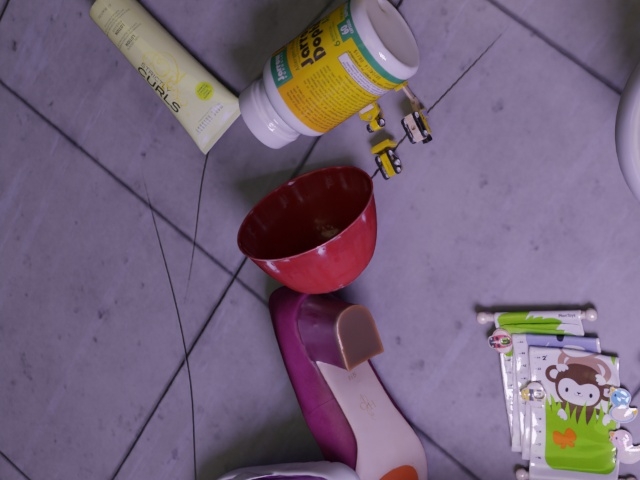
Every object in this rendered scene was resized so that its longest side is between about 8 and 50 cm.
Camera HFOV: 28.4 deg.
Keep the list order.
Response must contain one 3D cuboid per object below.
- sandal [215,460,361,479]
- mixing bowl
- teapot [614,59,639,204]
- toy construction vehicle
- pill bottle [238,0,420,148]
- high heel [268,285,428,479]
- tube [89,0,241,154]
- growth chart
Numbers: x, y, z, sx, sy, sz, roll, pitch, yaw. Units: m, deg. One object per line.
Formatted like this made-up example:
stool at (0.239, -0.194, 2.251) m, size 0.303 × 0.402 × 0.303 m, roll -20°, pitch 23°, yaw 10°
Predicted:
sandal at (-0.084, 0.373, 1.632) m, size 0.416 × 0.102 × 0.169 m, roll -37°, pitch 74°, yaw 48°
mixing bowl at (0.000, 0.000, 1.553) m, size 0.181 × 0.181 × 0.098 m, roll -10°, pitch 126°, yaw 28°
teapot at (0.420, -0.120, 1.291) m, size 0.256 × 0.187 × 0.253 m, roll -31°, pitch 92°, yaw 15°
toy construction vehicle at (0.094, -0.136, 1.540) m, size 0.086 × 0.035 × 0.098 m, roll -31°, pitch 84°, yaw 39°
pill bottle at (0.006, -0.198, 1.520) m, size 0.208 × 0.117 × 0.118 m, roll -31°, pitch 86°, yaw 29°
high heel at (0.032, 0.235, 1.632) m, size 0.181 × 0.127 × 0.377 m, roll 13°, pitch 115°, yaw 57°
tube at (-0.203, -0.230, 1.654) m, size 0.240 × 0.062 × 0.070 m, roll 48°, pitch 157°, yaw 5°
growth chart at (0.290, 0.189, 1.515) m, size 0.171 × 0.021 × 0.237 m, roll -9°, pitch 97°, yaw 27°
